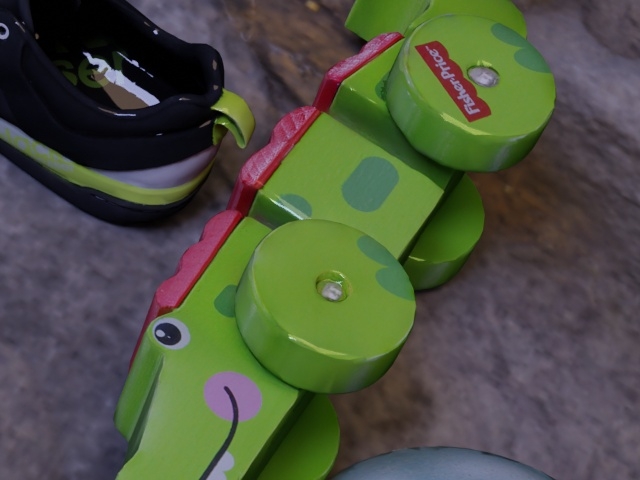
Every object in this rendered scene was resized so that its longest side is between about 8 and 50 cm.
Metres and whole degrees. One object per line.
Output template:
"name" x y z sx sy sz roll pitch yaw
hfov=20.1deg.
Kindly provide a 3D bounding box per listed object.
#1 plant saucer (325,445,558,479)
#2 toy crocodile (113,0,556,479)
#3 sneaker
"plant saucer" 0.067 0.162 0.691 0.195 0.037 0.195 10 58 -16
"toy crocodile" 0.000 0.000 0.716 0.105 0.115 0.340 31 52 5
"sneaker" -0.132 -0.097 0.729 0.234 0.097 0.084 27 54 -5
